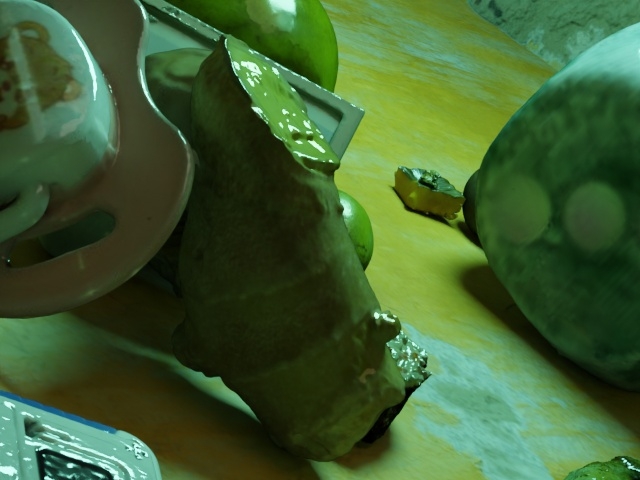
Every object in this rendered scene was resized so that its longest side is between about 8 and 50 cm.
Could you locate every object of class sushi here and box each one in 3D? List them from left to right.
[{"bbox_3d":[0.042,0.119,1.408,0.090,0.078,0.150,34,18,9],"label":"sushi"}]

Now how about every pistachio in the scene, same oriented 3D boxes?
[{"bbox_3d":[-0.084,-0.075,1.412,0.223,0.152,0.126,50,53,-3],"label":"pistachio"}]

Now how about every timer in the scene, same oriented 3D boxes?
[{"bbox_3d":[-0.161,0.177,0.947,0.178,0.078,0.253,22,20,-26],"label":"timer"}]

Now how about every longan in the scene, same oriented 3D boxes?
[{"bbox_3d":[0.233,-0.051,2.094,0.092,0.113,0.113,-3,28,-12],"label":"longan"}]

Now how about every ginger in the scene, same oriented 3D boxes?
[{"bbox_3d":[-0.038,0.005,1.288,0.190,0.354,0.126,-9,-3,19],"label":"ginger"}]

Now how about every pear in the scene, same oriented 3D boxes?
[{"bbox_3d":[-0.109,-0.204,1.767,0.253,0.253,0.307,20,18,-28],"label":"pear"},{"bbox_3d":[0.000,0.000,1.615,0.107,0.107,0.131,24,31,-18],"label":"pear"}]

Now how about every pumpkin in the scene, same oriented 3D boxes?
[{"bbox_3d":[0.141,-0.067,2.090,0.083,0.054,0.074,13,21,-27],"label":"pumpkin"}]

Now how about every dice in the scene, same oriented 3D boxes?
[{"bbox_3d":[0.405,-0.038,1.887,0.330,0.348,0.328,-7,56,-47],"label":"dice"}]

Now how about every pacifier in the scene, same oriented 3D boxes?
[{"bbox_3d":[-0.225,-0.074,1.284,0.273,0.220,0.332,13,46,-44],"label":"pacifier"}]

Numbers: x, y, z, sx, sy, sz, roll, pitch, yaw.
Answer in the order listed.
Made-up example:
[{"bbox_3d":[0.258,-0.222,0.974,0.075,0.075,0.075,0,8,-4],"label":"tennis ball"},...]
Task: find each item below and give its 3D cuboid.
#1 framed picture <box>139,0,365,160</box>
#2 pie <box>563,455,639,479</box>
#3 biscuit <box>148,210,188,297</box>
[{"bbox_3d":[-0.150,-0.112,1.551,0.335,0.022,0.247,29,62,-4],"label":"framed picture"},{"bbox_3d":[0.358,0.289,1.466,0.323,0.070,0.323,27,17,-9],"label":"pie"},{"bbox_3d":[-0.163,-0.027,1.468,0.229,0.031,0.176,-2,59,-23],"label":"biscuit"}]
